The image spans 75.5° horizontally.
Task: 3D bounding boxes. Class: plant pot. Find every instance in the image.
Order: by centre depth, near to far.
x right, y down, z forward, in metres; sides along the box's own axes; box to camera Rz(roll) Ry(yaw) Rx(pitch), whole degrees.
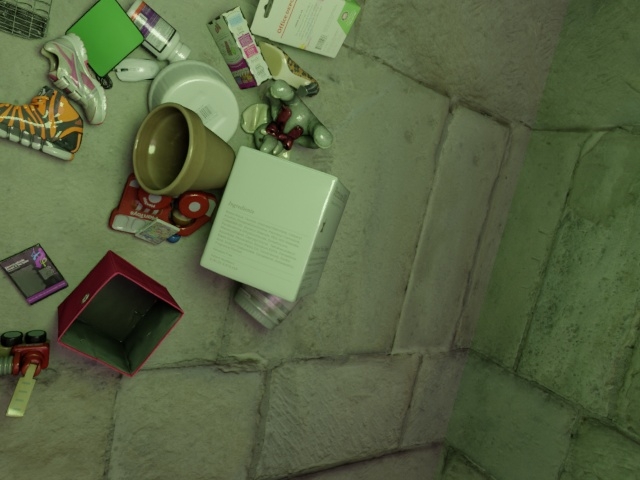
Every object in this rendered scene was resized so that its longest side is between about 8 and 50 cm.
[{"bbox_3d":[-0.382,-0.243,1.229,0.229,0.263,0.263,10,99,-58],"label":"plant pot"}]

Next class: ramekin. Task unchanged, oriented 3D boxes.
[{"bbox_3d":[-0.396,-0.418,1.327,0.277,0.135,0.277,-17,132,-20],"label":"ramekin"}]

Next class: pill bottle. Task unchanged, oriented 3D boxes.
[{"bbox_3d":[-0.502,-0.627,1.269,0.193,0.108,0.108,36,83,-35],"label":"pill bottle"}]

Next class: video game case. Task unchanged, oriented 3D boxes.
[{"bbox_3d":[-0.543,-0.028,1.377,0.087,0.122,0.011,31,42,-46],"label":"video game case"}]

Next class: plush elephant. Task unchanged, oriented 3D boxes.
[{"bbox_3d":[-0.144,-0.395,1.492,0.255,0.330,0.272,-41,110,10],"label":"plush elephant"}]

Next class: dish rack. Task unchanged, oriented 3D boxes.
[{"bbox_3d":[-0.797,-0.683,1.073,0.208,0.074,0.272,14,113,-32],"label":"dish rack"}]

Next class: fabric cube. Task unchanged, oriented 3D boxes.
[{"bbox_3d":[-0.644,0.224,1.327,0.254,0.258,0.259,-52,124,-9],"label":"fabric cube"}]

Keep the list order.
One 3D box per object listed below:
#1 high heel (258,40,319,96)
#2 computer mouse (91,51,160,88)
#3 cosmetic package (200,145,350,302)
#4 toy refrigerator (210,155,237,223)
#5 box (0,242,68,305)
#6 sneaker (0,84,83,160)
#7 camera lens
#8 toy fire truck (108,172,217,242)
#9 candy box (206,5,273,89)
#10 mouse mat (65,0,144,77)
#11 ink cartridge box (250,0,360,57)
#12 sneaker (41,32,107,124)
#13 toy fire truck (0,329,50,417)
[{"bbox_3d":[-0.116,-0.642,1.554,0.261,0.186,0.093,47,117,-5],"label":"high heel"},{"bbox_3d":[-0.593,-0.530,1.277,0.192,0.042,0.106,-17,111,-28],"label":"computer mouse"},{"bbox_3d":[-0.132,-0.049,1.371,0.329,0.327,0.394,5,105,-79],"label":"cosmetic package"},{"bbox_3d":[-0.302,-0.168,1.534,0.102,0.094,0.270,23,90,-35],"label":"toy refrigerator"},{"bbox_3d":[-0.883,0.104,1.279,0.116,0.029,0.162,-31,119,-23],"label":"box"},{"bbox_3d":[-0.828,-0.361,1.142,0.321,0.124,0.180,22,87,-46],"label":"sneaker"},{"bbox_3d":[-0.180,0.187,1.634,0.274,0.219,0.219,-50,123,-11],"label":"camera lens"},{"bbox_3d":[-0.520,-0.111,1.391,0.302,0.169,0.254,14,121,-36],"label":"toy fire truck"},{"bbox_3d":[-0.270,-0.635,1.384,0.071,0.159,0.234,-39,121,-19],"label":"candy box"},{"bbox_3d":[-0.622,-0.588,1.193,0.189,0.007,0.153,-34,107,11],"label":"mouse mat"},{"bbox_3d":[-0.067,-0.793,1.436,0.353,0.119,0.207,0,144,-33],"label":"ink cartridge box"},{"bbox_3d":[-0.706,-0.450,1.179,0.111,0.102,0.252,-36,114,-44],"label":"sneaker"},{"bbox_3d":[-0.919,0.386,1.201,0.216,0.246,0.159,5,100,-34],"label":"toy fire truck"}]
